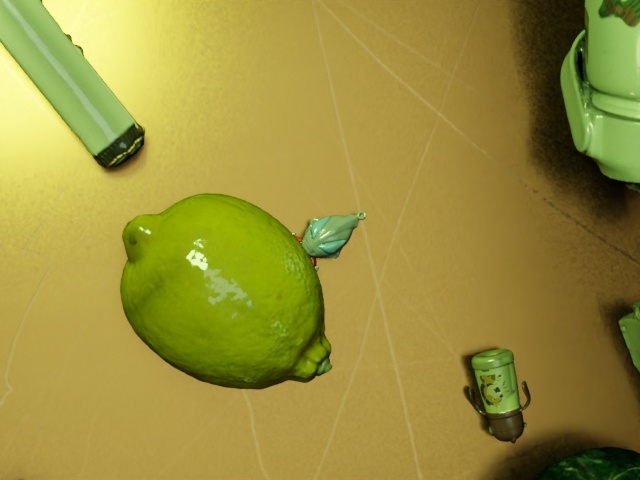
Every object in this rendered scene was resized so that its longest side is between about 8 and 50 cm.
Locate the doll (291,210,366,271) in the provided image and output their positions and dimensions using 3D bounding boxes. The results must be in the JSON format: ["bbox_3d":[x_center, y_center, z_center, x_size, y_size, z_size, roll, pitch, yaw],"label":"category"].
[{"bbox_3d":[0.000,0.000,1.241,0.114,0.039,0.057,-35,59,3],"label":"doll"}]

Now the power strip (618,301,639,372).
[{"bbox_3d":[0.407,0.199,1.272,0.048,0.080,0.285,-21,92,-10],"label":"power strip"}]

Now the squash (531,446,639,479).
[{"bbox_3d":[0.315,0.344,1.210,0.252,0.165,0.252,0,90,-7],"label":"squash"}]

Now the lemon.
[{"bbox_3d":[-0.092,0.055,1.154,0.248,0.184,0.184,39,83,-10],"label":"lemon"}]

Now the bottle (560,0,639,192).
[{"bbox_3d":[0.374,-0.204,1.212,0.229,0.229,0.351,0,108,-8],"label":"bottle"}]

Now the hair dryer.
[{"bbox_3d":[-0.293,-0.212,1.175,0.203,0.128,0.362,-40,101,-9],"label":"hair dryer"}]

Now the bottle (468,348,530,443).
[{"bbox_3d":[0.199,0.172,1.259,0.047,0.063,0.101,-15,93,-37],"label":"bottle"}]
